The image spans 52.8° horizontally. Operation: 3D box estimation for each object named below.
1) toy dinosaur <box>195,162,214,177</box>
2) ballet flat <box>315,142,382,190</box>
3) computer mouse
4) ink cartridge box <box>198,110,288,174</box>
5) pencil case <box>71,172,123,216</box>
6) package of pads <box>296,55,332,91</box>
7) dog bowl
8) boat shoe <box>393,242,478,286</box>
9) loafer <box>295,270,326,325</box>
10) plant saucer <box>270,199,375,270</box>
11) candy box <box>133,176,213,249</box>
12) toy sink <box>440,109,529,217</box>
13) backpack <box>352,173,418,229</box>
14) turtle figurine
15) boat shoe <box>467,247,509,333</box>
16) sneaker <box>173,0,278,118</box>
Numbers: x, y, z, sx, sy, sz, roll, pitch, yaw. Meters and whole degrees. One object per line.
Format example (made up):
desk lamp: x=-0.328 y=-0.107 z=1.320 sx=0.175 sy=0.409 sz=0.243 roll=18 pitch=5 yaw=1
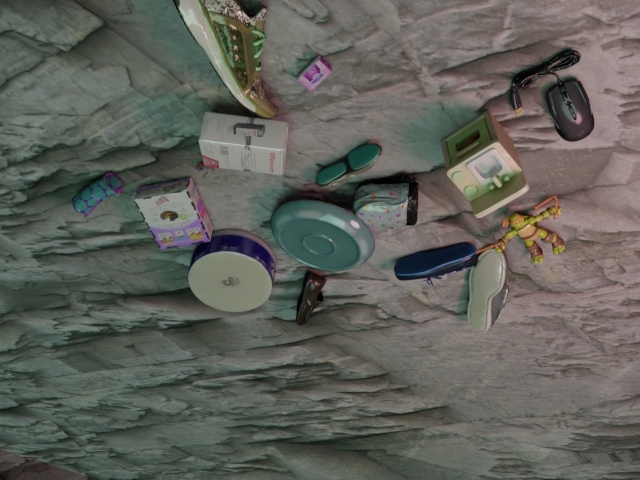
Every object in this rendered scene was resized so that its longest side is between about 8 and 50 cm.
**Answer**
toy dinosaur: x=-0.308 y=-0.216 z=1.799 sx=0.082 sy=0.047 sz=0.090 roll=5 pitch=97 yaw=9
ballet flat: x=0.086 y=-0.200 z=1.773 sx=0.213 sy=0.072 sz=0.068 roll=-26 pitch=152 yaw=23
computer mouse: x=0.589 y=-0.332 z=1.631 sx=0.184 sy=0.060 sz=0.262 roll=-19 pitch=126 yaw=16
ink cartridge box: x=-0.195 y=-0.249 z=1.678 sx=0.218 sy=0.092 sz=0.158 roll=8 pitch=162 yaw=-2
pencil case: x=-0.641 y=-0.132 z=1.855 sx=0.152 sy=0.064 sz=0.070 roll=-27 pitch=99 yaw=24
package of pads: x=-0.016 y=-0.415 z=1.607 sx=0.050 sy=0.032 sz=0.083 roll=37 pitch=123 yaw=-27
dog bowl: x=-0.274 y=0.097 z=2.005 sx=0.265 sy=0.104 sz=0.264 roll=1 pitch=130 yaw=2
boat shoe: x=0.356 y=0.089 z=1.969 sx=0.258 sy=0.109 sz=0.089 roll=-11 pitch=132 yaw=14
loafer: x=-0.030 y=0.198 z=2.093 sx=0.078 sy=0.080 sz=0.220 roll=11 pitch=130 yaw=-6
plant saucer: x=0.000 y=0.000 z=1.884 sx=0.318 sy=0.043 sz=0.317 roll=12 pitch=145 yaw=9
candy box: x=-0.425 y=-0.077 z=1.887 sx=0.165 sy=0.070 sz=0.196 roll=-9 pitch=130 yaw=10
toy sink: x=0.409 y=-0.198 z=1.639 sx=0.153 sy=0.234 sz=0.131 roll=-32 pitch=122 yaw=27
backpack: x=0.182 y=-0.101 z=1.810 sx=0.182 sy=0.115 sz=0.152 roll=1 pitch=133 yaw=6
turtle figurine: x=0.597 y=-0.017 z=1.879 sx=0.269 sy=0.087 sz=0.217 roll=-40 pitch=126 yaw=20
boat shoe: x=0.539 y=0.147 z=2.036 sx=0.099 sy=0.116 sz=0.319 roll=-25 pitch=132 yaw=-34
sneaker: x=-0.181 y=-0.466 z=1.515 sx=0.182 sy=0.158 sz=0.410 roll=-31 pitch=129 yaw=5
